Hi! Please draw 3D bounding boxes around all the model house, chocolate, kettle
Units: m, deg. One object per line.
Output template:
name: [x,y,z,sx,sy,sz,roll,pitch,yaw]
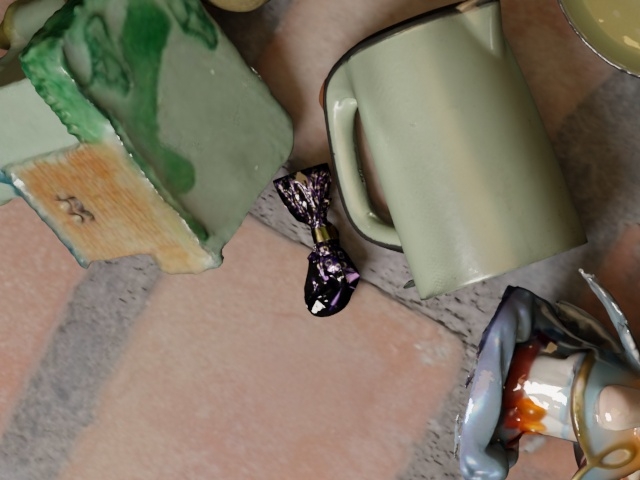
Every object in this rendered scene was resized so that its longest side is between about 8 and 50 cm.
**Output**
model house: [-0.236,-0.108,1.670,0.325,0.194,0.267,-12,124,42]
chocolate: [0.002,-0.001,1.679,0.070,0.072,0.147,-23,99,-31]
kettle: [0.107,-0.078,1.612,0.240,0.165,0.255,-22,89,38]

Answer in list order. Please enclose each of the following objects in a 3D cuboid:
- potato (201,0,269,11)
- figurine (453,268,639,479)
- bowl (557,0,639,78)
potato: [-0.077,-0.348,1.619,0.164,0.165,0.262,-3,86,10]
figurine: [0.343,0.149,1.527,0.388,0.277,0.248,14,72,20]
bowl: [0.327,-0.258,1.572,0.237,0.126,0.238,0,93,9]
